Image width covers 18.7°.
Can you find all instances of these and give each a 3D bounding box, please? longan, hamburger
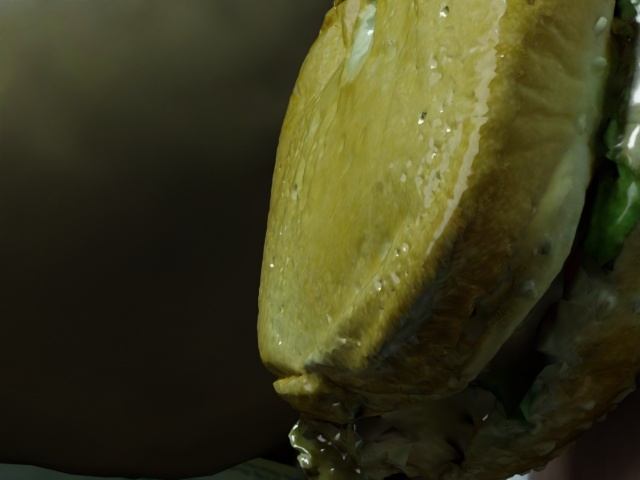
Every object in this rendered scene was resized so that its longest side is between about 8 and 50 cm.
[{"bbox_3d":[-0.112,-0.068,0.941,0.404,0.436,0.404,-12,-90,-89],"label":"longan"},{"bbox_3d":[0.063,-0.027,0.620,0.189,0.122,0.215,-87,19,-49],"label":"hamburger"}]

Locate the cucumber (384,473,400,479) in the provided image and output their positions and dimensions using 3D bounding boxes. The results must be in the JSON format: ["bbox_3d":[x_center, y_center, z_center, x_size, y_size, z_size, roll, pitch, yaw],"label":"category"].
[{"bbox_3d":[0.018,0.120,1.009,0.168,0.039,0.039,151,138,-84],"label":"cucumber"}]

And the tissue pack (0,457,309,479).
[{"bbox_3d":[-0.182,0.281,1.138,0.388,0.287,0.162,-77,1,-47],"label":"tissue pack"}]

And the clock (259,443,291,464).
[{"bbox_3d":[0.000,0.000,1.340,0.318,0.080,0.318,-167,90,-87],"label":"clock"}]
